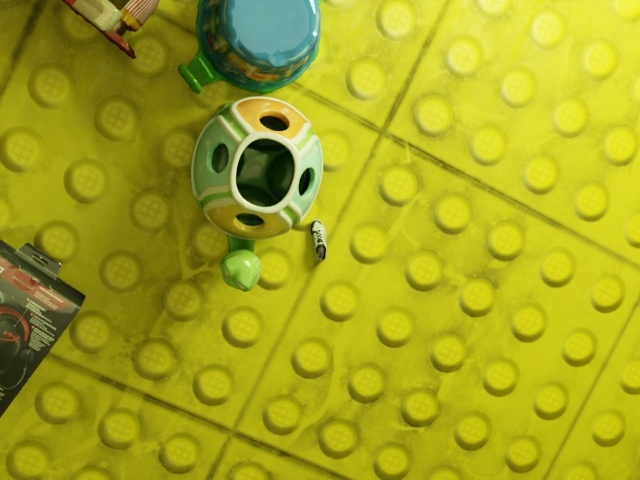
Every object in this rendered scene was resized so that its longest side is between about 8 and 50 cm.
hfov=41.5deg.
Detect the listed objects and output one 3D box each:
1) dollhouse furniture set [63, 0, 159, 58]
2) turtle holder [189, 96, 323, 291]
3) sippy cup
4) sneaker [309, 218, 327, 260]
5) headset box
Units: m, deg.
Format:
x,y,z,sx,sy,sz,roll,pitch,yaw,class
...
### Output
x,y,z,sx,sy,sz,roll,pitch,yaw,class
-0.320,-0.431,1.352,0.152,0.374,0.201,39,92,-9,dollhouse furniture set
-0.130,-0.100,1.506,0.243,0.227,0.320,39,90,-14,turtle holder
-0.098,-0.378,1.472,0.240,0.224,0.306,17,96,-11,sippy cup
0.000,0.000,1.642,0.031,0.037,0.083,-12,99,-6,sneaker
-0.582,0.142,1.522,0.218,0.110,0.293,36,91,-13,headset box
